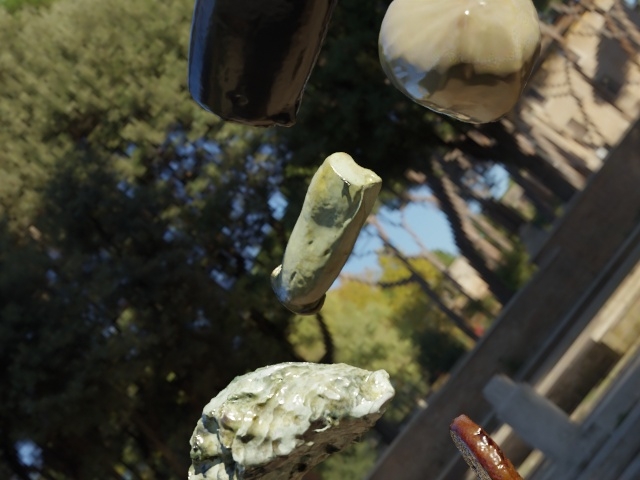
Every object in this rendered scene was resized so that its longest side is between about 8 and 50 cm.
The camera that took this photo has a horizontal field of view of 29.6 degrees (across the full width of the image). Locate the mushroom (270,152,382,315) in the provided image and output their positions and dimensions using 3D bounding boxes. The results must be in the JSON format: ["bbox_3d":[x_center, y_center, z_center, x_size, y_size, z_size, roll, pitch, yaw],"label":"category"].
[{"bbox_3d":[0.000,0.000,1.818,0.081,0.100,0.312,-51,-10,-44],"label":"mushroom"}]

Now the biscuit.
[{"bbox_3d":[0.237,0.313,1.613,0.049,0.192,0.192,-32,-14,-7],"label":"biscuit"}]

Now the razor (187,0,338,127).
[{"bbox_3d":[-0.040,-0.142,0.797,0.054,0.090,0.148,-75,3,-48],"label":"razor"}]

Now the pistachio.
[{"bbox_3d":[0.192,-0.275,1.740,0.208,0.226,0.332,-27,14,-20],"label":"pistachio"}]

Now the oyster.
[{"bbox_3d":[-0.047,0.236,1.474,0.267,0.198,0.112,-56,31,34],"label":"oyster"}]
